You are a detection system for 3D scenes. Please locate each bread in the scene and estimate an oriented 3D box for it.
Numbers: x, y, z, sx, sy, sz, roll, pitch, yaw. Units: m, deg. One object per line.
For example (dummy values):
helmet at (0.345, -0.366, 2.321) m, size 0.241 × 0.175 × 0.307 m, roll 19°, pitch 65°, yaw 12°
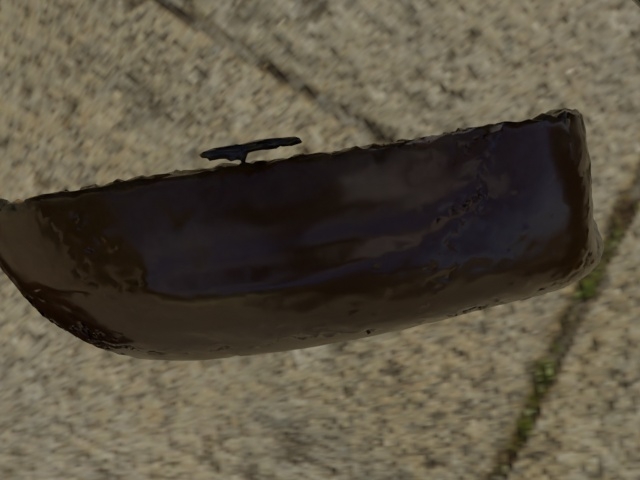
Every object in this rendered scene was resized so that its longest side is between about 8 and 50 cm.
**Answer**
bread at (0.000, 0.000, 0.402) m, size 0.129 × 0.126 × 0.044 m, roll -12°, pitch 90°, yaw 12°

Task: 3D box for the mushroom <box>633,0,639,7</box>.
mushroom at (0.126, -0.148, 0.262) m, size 0.107 × 0.333 × 0.087 m, roll 26°, pitch 48°, yaw 2°
